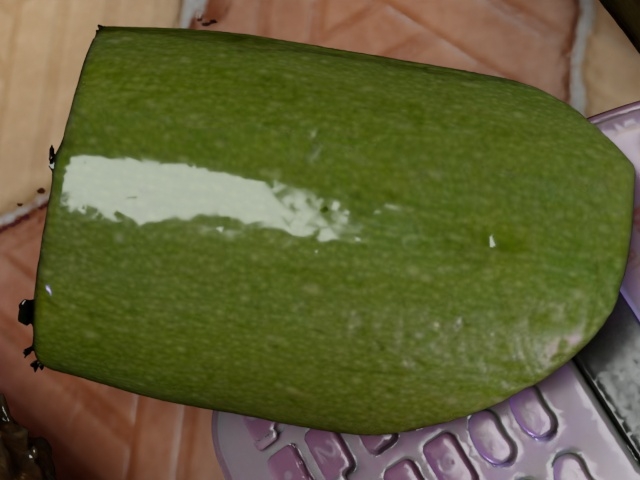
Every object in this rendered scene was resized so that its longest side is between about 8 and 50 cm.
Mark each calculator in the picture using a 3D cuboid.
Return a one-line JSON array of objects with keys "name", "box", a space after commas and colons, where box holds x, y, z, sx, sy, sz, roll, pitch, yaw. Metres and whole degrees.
[{"name": "calculator", "box": [0.079, 0.078, 0.692, 0.294, 0.043, 0.194, -35, 70, 14]}]

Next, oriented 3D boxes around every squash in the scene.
[{"name": "squash", "box": [0.000, 0.000, 0.712, 0.260, 0.189, 0.189, 9, 81, -2]}]

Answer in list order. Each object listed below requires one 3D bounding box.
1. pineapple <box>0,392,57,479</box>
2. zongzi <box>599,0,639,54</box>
[{"name": "pineapple", "box": [-0.216, 0.116, 0.723, 0.202, 0.202, 0.362, -29, 57, 12]}, {"name": "zongzi", "box": [0.089, -0.183, 0.652, 0.360, 0.160, 0.323, -6, 69, 6]}]
